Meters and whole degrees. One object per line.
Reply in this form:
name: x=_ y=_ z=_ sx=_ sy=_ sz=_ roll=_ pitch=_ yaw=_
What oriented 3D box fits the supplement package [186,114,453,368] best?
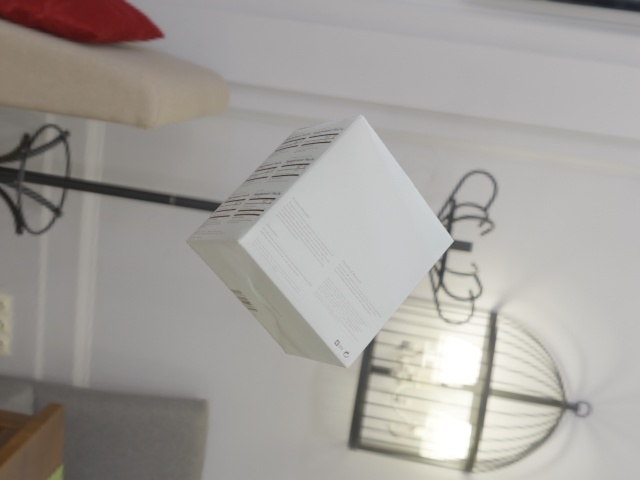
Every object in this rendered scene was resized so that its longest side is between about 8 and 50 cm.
supplement package: x=0.000 y=0.000 z=0.968 sx=0.203 sy=0.194 sz=0.149 roll=-47 pitch=-157 yaw=-22
